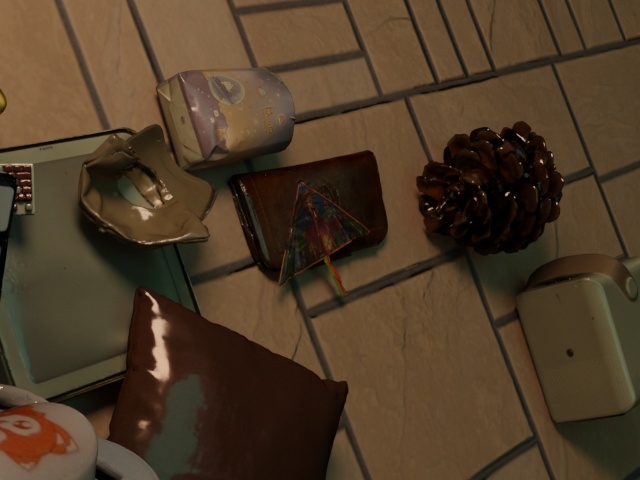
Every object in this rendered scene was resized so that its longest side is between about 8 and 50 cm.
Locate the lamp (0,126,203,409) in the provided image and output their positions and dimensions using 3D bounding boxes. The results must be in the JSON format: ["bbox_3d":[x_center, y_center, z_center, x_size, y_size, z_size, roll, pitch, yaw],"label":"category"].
[{"bbox_3d":[-0.257,0.023,1.320,0.269,0.047,0.266,-16,85,-48],"label":"lamp"}]

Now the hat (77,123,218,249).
[{"bbox_3d":[-0.182,-0.047,1.357,0.147,0.085,0.175,49,18,-6],"label":"hat"}]

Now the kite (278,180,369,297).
[{"bbox_3d":[0.000,0.000,1.584,0.190,0.010,0.159,-28,103,-45],"label":"kite"}]

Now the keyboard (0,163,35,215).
[{"bbox_3d":[-0.358,-0.047,1.205,0.166,0.017,0.055,-1,84,-15],"label":"keyboard"}]

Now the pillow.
[{"bbox_3d":[-0.110,0.237,1.321,0.305,0.108,0.308,32,62,-34],"label":"pillow"}]

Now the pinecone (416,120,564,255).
[{"bbox_3d":[0.238,-0.075,1.788,0.204,0.179,0.184,6,46,-27],"label":"pinecone"}]

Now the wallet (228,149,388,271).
[{"bbox_3d":[-0.003,-0.037,1.620,0.255,0.031,0.137,-15,88,-46],"label":"wallet"}]

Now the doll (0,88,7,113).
[{"bbox_3d":[-0.396,-0.125,1.214,0.207,0.081,0.129,-27,76,-46],"label":"doll"}]

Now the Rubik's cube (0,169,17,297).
[{"bbox_3d":[-0.375,0.000,1.084,0.163,0.160,0.162,5,100,-45],"label":"Rubik's cube"}]

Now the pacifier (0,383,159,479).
[{"bbox_3d":[-0.291,0.264,1.108,0.299,0.244,0.233,-11,113,-54],"label":"pacifier"}]

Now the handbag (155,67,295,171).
[{"bbox_3d":[-0.104,-0.154,1.521,0.173,0.095,0.117,-15,88,-45],"label":"handbag"}]

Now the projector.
[{"bbox_3d":[0.412,0.135,1.881,0.177,0.163,0.242,-17,89,-49],"label":"projector"}]
